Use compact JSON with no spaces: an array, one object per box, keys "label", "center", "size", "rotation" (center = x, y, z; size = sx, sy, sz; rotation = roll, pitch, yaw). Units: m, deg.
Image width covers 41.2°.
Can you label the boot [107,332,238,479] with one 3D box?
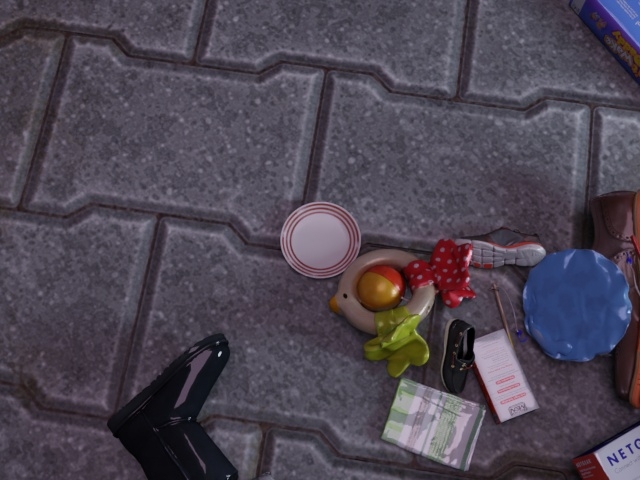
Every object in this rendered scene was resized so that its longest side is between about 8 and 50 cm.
[{"label":"boot","center":[-0.192,0.299,1.359],"size":[0.246,0.094,0.207],"rotation":[-41,73,-5]}]

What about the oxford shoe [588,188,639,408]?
[{"label":"oxford shoe","center":[0.506,0.095,1.431],"size":[0.132,0.130,0.364],"rotation":[-2,77,34]}]

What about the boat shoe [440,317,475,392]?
[{"label":"boat shoe","center":[0.226,0.193,1.388],"size":[0.049,0.042,0.133],"rotation":[-15,115,-38]}]

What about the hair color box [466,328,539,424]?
[{"label":"hair color box","center":[0.297,0.225,1.410],"size":[0.072,0.043,0.141],"rotation":[-19,72,-6]}]

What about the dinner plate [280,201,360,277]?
[{"label":"dinner plate","center":[0.000,0.000,1.495],"size":[0.141,0.017,0.141],"rotation":[0,73,-1]}]

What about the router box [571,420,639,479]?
[{"label":"router box","center":[0.608,0.393,1.308],"size":[0.335,0.082,0.301],"rotation":[-24,74,-18]}]

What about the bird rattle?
[{"label":"bird rattle","center":[0.131,0.083,1.417],"size":[0.207,0.143,0.253],"rotation":[25,70,25]}]

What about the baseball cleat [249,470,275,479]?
[{"label":"baseball cleat","center":[-0.055,0.461,1.323],"size":[0.109,0.072,0.206],"rotation":[-25,78,-14]}]

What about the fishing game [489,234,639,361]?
[{"label":"fishing game","center":[0.421,0.106,1.397],"size":[0.264,0.041,0.189],"rotation":[-27,70,28]}]

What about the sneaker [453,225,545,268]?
[{"label":"sneaker","center":[0.308,0.007,1.482],"size":[0.158,0.061,0.065],"rotation":[6,46,1]}]

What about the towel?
[{"label":"towel","center":[0.186,0.300,1.397],"size":[0.152,0.023,0.113],"rotation":[19,73,6]}]

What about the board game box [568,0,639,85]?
[{"label":"board game box","center":[0.669,-0.393,1.585],"size":[0.233,0.078,0.347],"rotation":[-33,75,-10]}]
